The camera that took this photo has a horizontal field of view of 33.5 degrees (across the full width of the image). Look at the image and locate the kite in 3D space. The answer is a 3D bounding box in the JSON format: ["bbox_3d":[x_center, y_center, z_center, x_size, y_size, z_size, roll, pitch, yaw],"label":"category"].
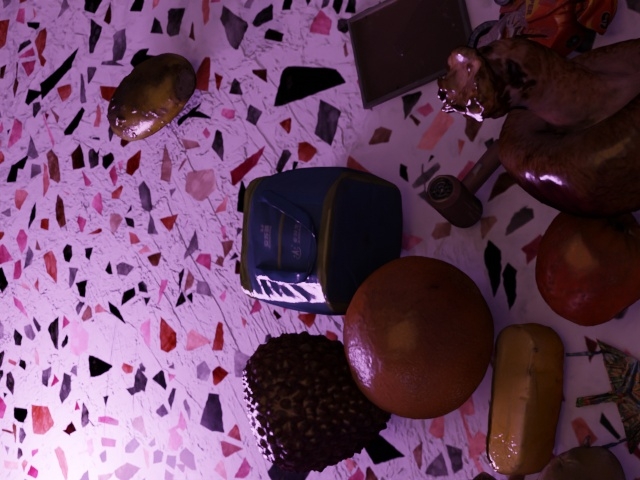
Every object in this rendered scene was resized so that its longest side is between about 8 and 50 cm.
[{"bbox_3d":[0.464,0.234,1.631,0.160,0.010,0.182,-20,79,34],"label":"kite"}]

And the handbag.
[{"bbox_3d":[0.000,0.000,1.893,0.241,0.222,0.262,1,91,45],"label":"handbag"}]

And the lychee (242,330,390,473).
[{"bbox_3d":[-0.001,0.282,1.877,0.271,0.271,0.271,-2,86,40],"label":"lychee"}]

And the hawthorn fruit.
[{"bbox_3d":[0.407,0.036,1.588,0.189,0.189,0.189,-2,86,40],"label":"hawthorn fruit"}]

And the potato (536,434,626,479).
[{"bbox_3d":[0.380,0.415,1.583,0.174,0.159,0.251,146,137,-76],"label":"potato"}]

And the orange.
[{"bbox_3d":[0.159,0.161,1.736,0.264,0.264,0.264,-2,86,40],"label":"orange"}]

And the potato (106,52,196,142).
[{"bbox_3d":[-0.363,-0.308,2.276,0.251,0.113,0.149,-35,63,35],"label":"potato"}]

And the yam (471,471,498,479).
[{"bbox_3d":[0.300,0.444,1.716,0.141,0.079,0.079,35,110,36],"label":"yam"}]

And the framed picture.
[{"bbox_3d":[0.159,-0.360,1.909,0.250,0.016,0.184,-21,75,37],"label":"framed picture"}]

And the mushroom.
[{"bbox_3d":[0.370,-0.196,1.507,0.334,0.331,0.356,-43,93,-4],"label":"mushroom"}]

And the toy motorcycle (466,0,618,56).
[{"bbox_3d":[0.361,-0.352,1.692,0.298,0.089,0.171,-43,63,30],"label":"toy motorcycle"}]

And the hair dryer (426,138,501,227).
[{"bbox_3d":[0.260,-0.111,1.769,0.181,0.117,0.064,-50,55,3],"label":"hair dryer"}]

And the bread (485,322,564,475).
[{"bbox_3d":[0.323,0.253,1.696,0.102,0.094,0.245,6,91,49],"label":"bread"}]
